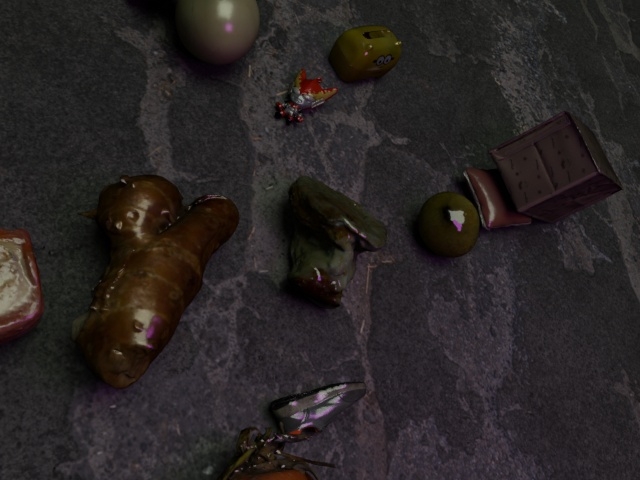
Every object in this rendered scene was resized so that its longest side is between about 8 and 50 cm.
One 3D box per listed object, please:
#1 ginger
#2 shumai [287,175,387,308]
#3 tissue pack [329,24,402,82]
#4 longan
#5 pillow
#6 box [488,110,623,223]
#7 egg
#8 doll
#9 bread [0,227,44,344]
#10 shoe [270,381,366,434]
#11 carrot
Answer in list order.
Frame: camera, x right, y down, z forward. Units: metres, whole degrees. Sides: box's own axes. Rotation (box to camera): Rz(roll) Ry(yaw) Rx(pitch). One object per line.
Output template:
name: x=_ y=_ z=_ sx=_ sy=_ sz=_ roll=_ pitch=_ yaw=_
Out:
ginger: x=-0.309 y=0.043 z=1.068 sx=0.254 sy=0.176 sz=0.418 roll=24 pitch=51 yaw=-8
shumai: x=0.000 y=0.000 z=1.322 sx=0.222 sy=0.203 sz=0.272 roll=30 pitch=17 yaw=-16
tissue pack: x=0.123 y=-0.495 z=1.665 sx=0.178 sy=0.127 sz=0.123 roll=-19 pitch=72 yaw=-38
longan: x=0.307 y=-0.035 z=1.509 sx=0.176 sy=0.145 sz=0.154 roll=40 pitch=64 yaw=-60
pillow: x=0.458 y=-0.111 z=1.676 sx=0.171 sy=0.075 sz=0.179 roll=-5 pitch=67 yaw=-33
box: x=0.623 y=-0.182 z=1.666 sx=0.297 sy=0.225 sz=0.190 roll=5 pitch=61 yaw=-55
egg: x=-0.228 y=-0.498 z=1.414 sx=0.186 sy=0.186 sz=0.241 roll=13 pitch=46 yaw=-24
doll: x=-0.045 y=-0.337 z=1.521 sx=0.109 sy=0.057 sz=0.169 roll=32 pitch=65 yaw=9
bread: x=-0.533 y=0.077 z=0.944 sx=0.244 sy=0.123 sz=0.190 roll=-14 pitch=73 yaw=-35
shoe: x=0.003 y=0.311 z=1.170 sx=0.194 sy=0.074 sz=0.077 roll=-7 pitch=79 yaw=-31
carrot: x=-0.079 y=0.440 z=0.954 sx=0.193 sy=0.214 sz=0.331 roll=2 pitch=60 yaw=-32
